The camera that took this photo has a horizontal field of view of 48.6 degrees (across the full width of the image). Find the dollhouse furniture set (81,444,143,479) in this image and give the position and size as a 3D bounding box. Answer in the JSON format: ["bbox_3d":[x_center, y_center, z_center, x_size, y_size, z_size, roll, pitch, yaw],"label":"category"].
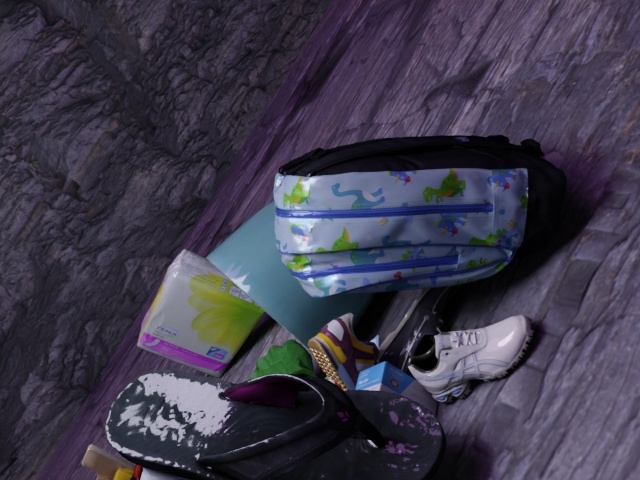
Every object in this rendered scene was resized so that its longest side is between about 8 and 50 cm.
[{"bbox_3d":[-0.233,0.398,0.696,0.374,0.152,0.201,-113,47,-77],"label":"dollhouse furniture set"}]

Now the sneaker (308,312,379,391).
[{"bbox_3d":[0.062,0.193,1.025,0.084,0.185,0.070,-38,21,-19],"label":"sneaker"}]

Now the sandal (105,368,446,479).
[{"bbox_3d":[-0.076,0.232,0.863,0.446,0.107,0.167,1,48,19],"label":"sandal"}]

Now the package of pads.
[{"bbox_3d":[-0.277,0.172,1.636,0.296,0.229,0.101,-55,17,37],"label":"package of pads"}]

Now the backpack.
[{"bbox_3d":[0.109,-0.043,1.015,0.290,0.356,0.273,-130,50,-71],"label":"backpack"}]

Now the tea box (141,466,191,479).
[{"bbox_3d":[-0.137,0.485,0.823,0.324,0.220,0.328,4,74,64],"label":"tea box"}]

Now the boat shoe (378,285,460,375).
[{"bbox_3d":[0.158,0.134,1.070,0.065,0.075,0.206,37,87,27],"label":"boat shoe"}]

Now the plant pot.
[{"bbox_3d":[-0.021,0.042,1.282,0.235,0.293,0.293,-49,19,-8],"label":"plant pot"}]

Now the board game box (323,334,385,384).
[{"bbox_3d":[0.053,0.237,1.162,0.154,0.026,0.103,-44,23,29],"label":"board game box"}]

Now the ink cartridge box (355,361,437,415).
[{"bbox_3d":[0.087,0.265,0.931,0.060,0.104,0.180,-32,30,45],"label":"ink cartridge box"}]

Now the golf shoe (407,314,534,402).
[{"bbox_3d":[0.190,0.144,0.917,0.176,0.086,0.069,-43,22,28],"label":"golf shoe"}]

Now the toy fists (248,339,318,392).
[{"bbox_3d":[-0.095,0.311,1.272,0.279,0.096,0.142,-64,30,8],"label":"toy fists"}]
